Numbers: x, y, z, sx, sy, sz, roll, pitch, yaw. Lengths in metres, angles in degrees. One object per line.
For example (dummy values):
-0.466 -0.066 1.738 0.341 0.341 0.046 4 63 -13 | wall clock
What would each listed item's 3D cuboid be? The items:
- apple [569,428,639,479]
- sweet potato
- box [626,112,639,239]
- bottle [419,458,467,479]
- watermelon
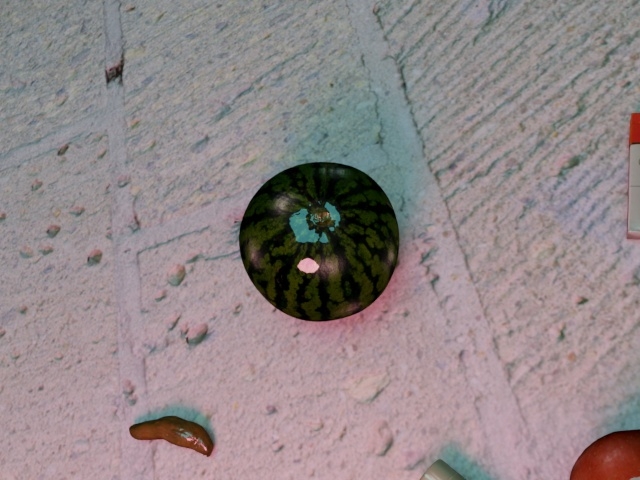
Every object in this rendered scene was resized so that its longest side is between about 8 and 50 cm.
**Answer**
0.425 0.346 0.880 0.181 0.181 0.168 -19 43 10 | apple
-0.275 0.347 1.215 0.182 0.054 0.053 3 56 24 | sweet potato
0.603 -0.113 1.143 0.139 0.035 0.245 2 64 22 | box
0.235 0.416 0.979 0.201 0.072 0.072 36 80 31 | bottle
0.000 0.000 1.171 0.285 0.285 0.285 -9 61 16 | watermelon
